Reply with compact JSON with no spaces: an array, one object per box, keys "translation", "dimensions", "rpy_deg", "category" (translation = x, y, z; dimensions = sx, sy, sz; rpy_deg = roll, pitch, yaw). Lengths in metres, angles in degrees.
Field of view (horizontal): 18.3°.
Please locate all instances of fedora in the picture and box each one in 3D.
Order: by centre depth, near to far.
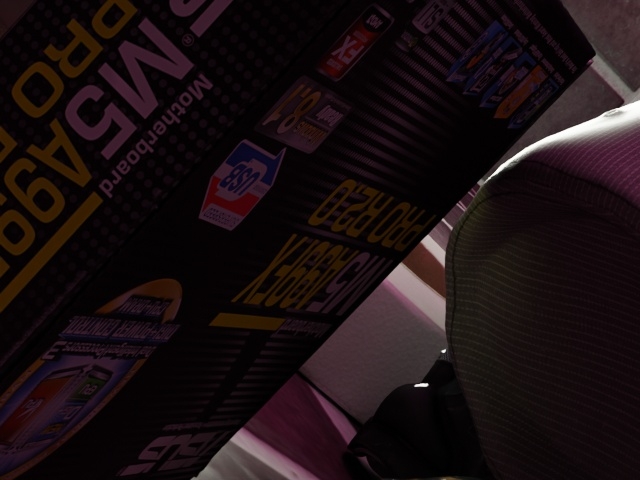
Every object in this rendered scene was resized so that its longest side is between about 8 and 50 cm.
[{"translation":[0.125,0.032,0.719],"dimensions":[0.124,0.243,0.275],"rpy_deg":[-4,18,-19],"category":"fedora"}]

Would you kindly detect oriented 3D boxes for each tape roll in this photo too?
[{"translation":[0.000,0.000,1.214],"dimensions":[0.392,0.072,0.392],"rpy_deg":[44,8,-7],"category":"tape roll"}]

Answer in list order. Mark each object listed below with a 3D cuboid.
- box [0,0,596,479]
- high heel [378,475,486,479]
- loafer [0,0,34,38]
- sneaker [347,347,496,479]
[{"translation":[-0.026,-0.017,0.594],"dimensions":[0.060,0.216,0.270],"rpy_deg":[44,6,13],"category":"box"},{"translation":[0.030,0.134,0.720],"dimensions":[0.186,0.093,0.261],"rpy_deg":[22,6,36],"category":"high heel"},{"translation":[-0.102,-0.050,0.848],"dimensions":[0.102,0.092,0.268],"rpy_deg":[-89,155,-43],"category":"loafer"},{"translation":[0.094,0.065,0.993],"dimensions":[0.101,0.153,0.268],"rpy_deg":[43,19,-2],"category":"sneaker"}]
